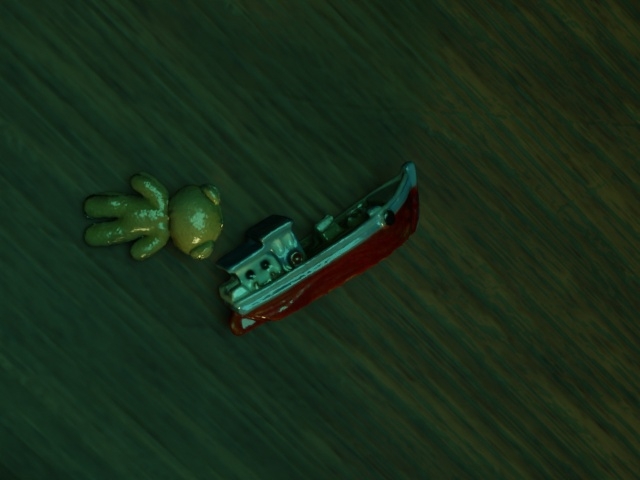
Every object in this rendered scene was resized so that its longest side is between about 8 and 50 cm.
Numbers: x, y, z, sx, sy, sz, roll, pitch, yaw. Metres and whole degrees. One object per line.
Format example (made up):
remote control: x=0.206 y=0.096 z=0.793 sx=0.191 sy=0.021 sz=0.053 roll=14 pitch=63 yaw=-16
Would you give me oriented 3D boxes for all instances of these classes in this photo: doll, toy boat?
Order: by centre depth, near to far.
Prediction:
doll: x=-0.114 y=-0.017 z=0.886 sx=0.093 sy=0.051 sz=0.061 roll=0 pitch=92 yaw=-16
toy boat: x=0.000 y=0.000 z=0.910 sx=0.173 sy=0.069 sz=0.059 roll=-30 pitch=103 yaw=-12
